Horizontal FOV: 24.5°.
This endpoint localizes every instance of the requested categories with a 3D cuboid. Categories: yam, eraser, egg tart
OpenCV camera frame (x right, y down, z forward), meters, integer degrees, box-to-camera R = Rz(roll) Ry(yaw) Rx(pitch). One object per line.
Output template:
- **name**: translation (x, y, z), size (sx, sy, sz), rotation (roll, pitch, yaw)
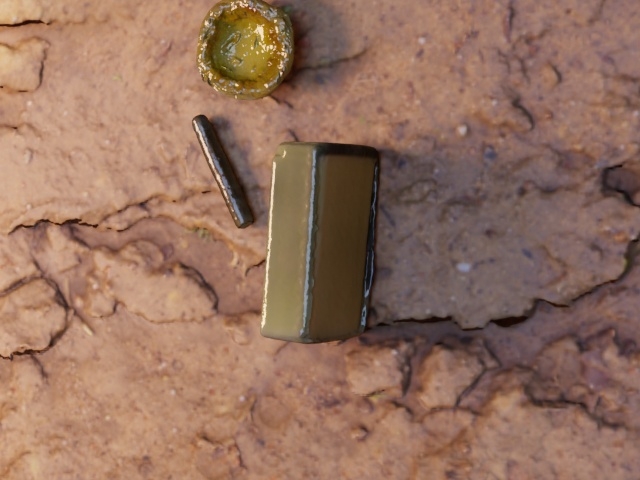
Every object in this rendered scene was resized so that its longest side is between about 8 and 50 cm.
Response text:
- **yam**: translation (-0.092, -0.065, 1.381), size (0.021, 0.021, 0.116), rotation (-27, 81, 23)
- **eraser**: translation (0.000, 0.000, 1.289), size (0.058, 0.117, 0.172), rotation (6, 94, 29)
- **egg tart**: translation (-0.065, -0.176, 1.354), size (0.105, 0.039, 0.105), rotation (1, 92, 25)
